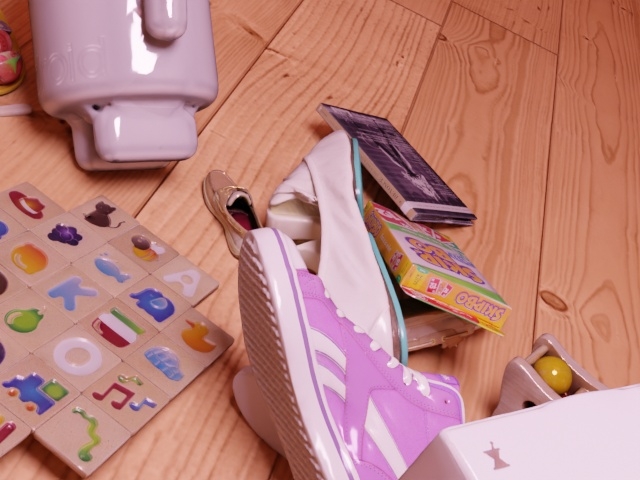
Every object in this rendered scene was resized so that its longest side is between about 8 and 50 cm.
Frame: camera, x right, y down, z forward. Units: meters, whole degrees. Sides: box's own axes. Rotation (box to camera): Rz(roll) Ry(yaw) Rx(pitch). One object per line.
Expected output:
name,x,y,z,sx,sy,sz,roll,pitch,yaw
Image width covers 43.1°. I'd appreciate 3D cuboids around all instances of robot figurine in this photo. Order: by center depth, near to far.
robot figurine,-0.224,-0.259,0.916,0.200,0.300,0.353,-6,89,-37

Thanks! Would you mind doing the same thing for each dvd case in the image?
dvd case,0.106,-0.104,1.123,0.164,0.018,0.221,2,43,-52

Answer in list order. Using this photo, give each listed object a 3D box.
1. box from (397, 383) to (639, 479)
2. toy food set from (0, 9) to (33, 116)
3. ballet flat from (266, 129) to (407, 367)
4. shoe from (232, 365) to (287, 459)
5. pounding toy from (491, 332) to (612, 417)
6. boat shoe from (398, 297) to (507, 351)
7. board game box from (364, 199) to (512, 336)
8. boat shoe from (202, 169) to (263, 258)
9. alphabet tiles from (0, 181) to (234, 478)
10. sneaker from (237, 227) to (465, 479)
box,0.119,0.261,0.521,0.215,0.345,0.168,-4,49,-31
toy food set,-0.413,-0.238,0.961,0.128,0.071,0.218,-5,50,-34
ballet flat,0.000,0.000,0.900,0.139,0.139,0.400,13,37,-18
shoe,0.001,0.173,0.772,0.178,0.063,0.081,42,40,8
pounding toy,0.280,0.223,0.802,0.269,0.154,0.155,45,43,20
boat shoe,0.138,0.096,0.932,0.170,0.059,0.063,-5,20,-25
board game box,0.126,0.026,0.928,0.124,0.039,0.259,24,17,-15
boat shoe,-0.098,-0.039,0.949,0.050,0.045,0.135,-7,51,-35
alphabet tiles,-0.248,0.062,0.750,0.285,0.011,0.342,35,33,9
sneaker,0.032,0.111,0.710,0.161,0.102,0.282,-17,85,-24
